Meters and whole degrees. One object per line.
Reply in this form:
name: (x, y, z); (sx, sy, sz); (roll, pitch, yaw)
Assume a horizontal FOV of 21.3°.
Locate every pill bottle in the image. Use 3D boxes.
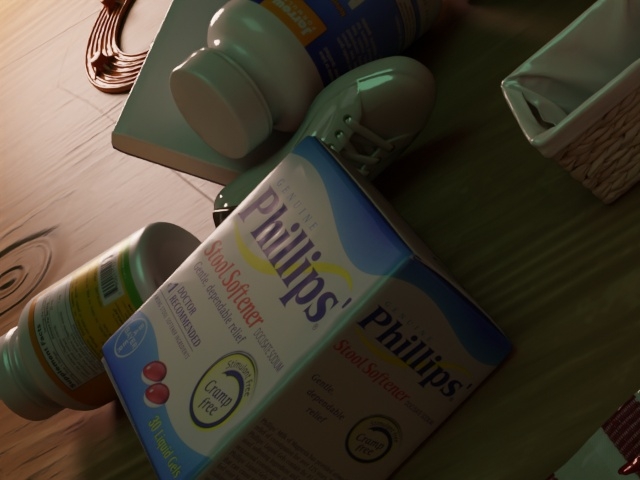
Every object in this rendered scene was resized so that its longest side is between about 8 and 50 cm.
pill bottle: (-0.224, 0.093, 1.758); (0.246, 0.136, 0.136); (-31, 37, 28)
pill bottle: (-0.018, -0.206, 1.733); (0.272, 0.152, 0.152); (-41, 27, -24)

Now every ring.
ring: (-0.202, -0.341, 2.281); (0.337, 0.032, 0.336); (-31, 36, 26)

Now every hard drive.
hard drive: (-0.070, -0.201, 1.837); (0.040, 0.210, 0.318); (102, -173, -61)

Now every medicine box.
medicine box: (-0.021, 0.094, 1.498); (0.289, 0.149, 0.263); (-47, 32, 6)

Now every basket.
basket: (0.255, -0.128, 1.435); (0.167, 0.103, 0.113); (-39, 33, 15)

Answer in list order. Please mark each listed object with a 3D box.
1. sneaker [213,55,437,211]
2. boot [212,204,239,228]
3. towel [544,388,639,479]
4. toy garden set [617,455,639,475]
sneaker: (0.009, -0.054, 1.647); (0.290, 0.106, 0.123); (-42, 33, 31)
boot: (-0.094, 0.012, 1.629); (0.106, 0.114, 0.037); (0, 35, 17)
towel: (0.250, 0.203, 1.165); (0.329, 0.037, 0.237); (-46, 34, 10)
toy garden set: (0.300, 0.148, 1.086); (0.244, 0.049, 0.203); (-36, 40, 24)
